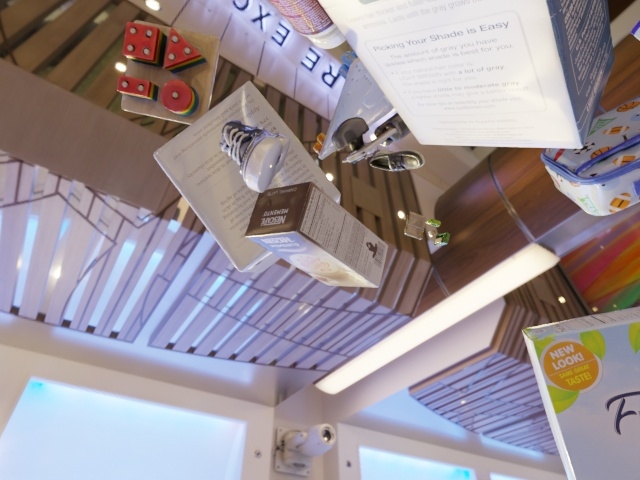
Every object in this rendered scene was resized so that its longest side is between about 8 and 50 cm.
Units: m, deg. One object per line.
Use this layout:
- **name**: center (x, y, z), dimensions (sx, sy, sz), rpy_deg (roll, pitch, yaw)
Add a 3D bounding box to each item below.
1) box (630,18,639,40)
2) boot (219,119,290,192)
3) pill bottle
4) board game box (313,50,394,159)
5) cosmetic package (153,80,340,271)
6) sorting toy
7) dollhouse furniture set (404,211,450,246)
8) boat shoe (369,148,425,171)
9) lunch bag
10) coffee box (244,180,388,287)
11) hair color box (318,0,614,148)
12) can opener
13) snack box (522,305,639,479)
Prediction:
- **box**: center (0.797, -0.458, 0.887), dimensions (0.126, 0.072, 0.137), rpy_deg (-11, -122, -15)
- **boot**: center (-0.096, -0.114, 0.517), dimensions (0.086, 0.069, 0.190), rpy_deg (20, -165, -3)
- **pill bottle**: center (-0.044, -0.808, 1.293), dimensions (0.224, 0.224, 0.392), rpy_deg (61, -160, 20)
- **board game box**: center (0.158, -0.463, 1.215), dimensions (0.050, 0.390, 0.390), rpy_deg (45, -117, 10)
- **cosmetic package**: center (-0.187, -0.154, 1.176), dimensions (0.394, 0.329, 0.327), rpy_deg (53, 178, 5)
- **sorting toy**: center (-0.443, -0.484, 1.156), dimensions (0.255, 0.257, 0.089), rpy_deg (13, -173, 2)
- **dollhouse furniture set**: center (0.317, -0.030, 1.239), dimensions (0.151, 0.058, 0.076), rpy_deg (19, -102, -13)
- **boat shoe**: center (0.277, -0.288, 1.489), dimensions (0.073, 0.223, 0.080), rpy_deg (-41, -55, -27)
- **lunch bag**: center (0.601, -0.178, 0.747), dimensions (0.115, 0.303, 0.243), rpy_deg (54, -161, -18)
- **coffee box**: center (0.000, 0.000, 0.767), dimensions (0.246, 0.141, 0.098), rpy_deg (35, -118, -40)
- **hair color box**: center (0.093, -0.212, 0.303), dimensions (0.347, 0.174, 0.105), rpy_deg (35, -104, -44)
- **can opener**: center (0.137, -0.248, 0.830), dimensions (0.283, 0.076, 0.095), rpy_deg (-41, -74, -29)
- **snack box**: center (0.286, 0.133, 0.298), dimensions (0.070, 0.207, 0.174), rpy_deg (12, -117, -70)
